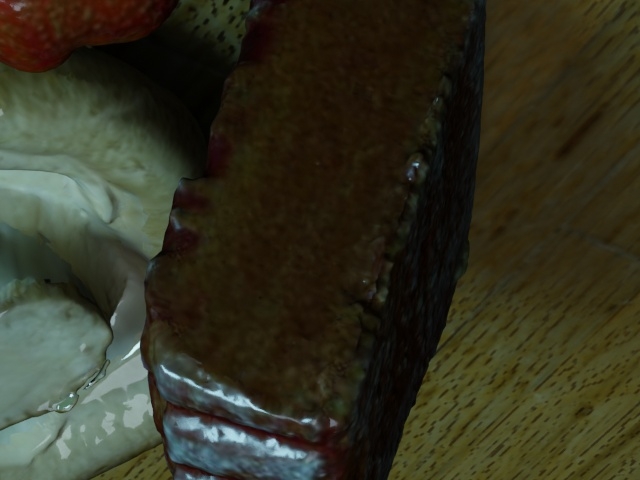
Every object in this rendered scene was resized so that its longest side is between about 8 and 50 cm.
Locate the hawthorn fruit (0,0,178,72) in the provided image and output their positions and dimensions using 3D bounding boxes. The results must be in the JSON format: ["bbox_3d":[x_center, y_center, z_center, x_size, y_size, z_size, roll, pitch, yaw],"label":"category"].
[{"bbox_3d":[-0.116,-0.138,0.761,0.133,0.133,0.138,-11,121,8],"label":"hawthorn fruit"}]

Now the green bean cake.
[{"bbox_3d":[0.000,0.000,0.835,0.097,0.232,0.198,12,140,14],"label":"green bean cake"}]

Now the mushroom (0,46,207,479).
[{"bbox_3d":[-0.150,0.020,0.904,0.278,0.146,0.278,-14,130,-17],"label":"mushroom"}]
